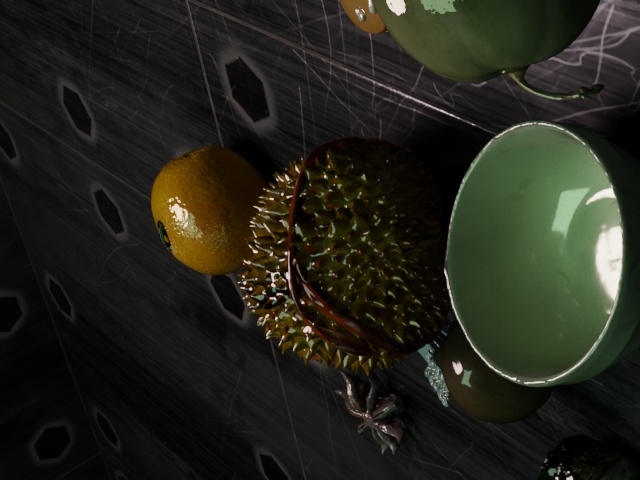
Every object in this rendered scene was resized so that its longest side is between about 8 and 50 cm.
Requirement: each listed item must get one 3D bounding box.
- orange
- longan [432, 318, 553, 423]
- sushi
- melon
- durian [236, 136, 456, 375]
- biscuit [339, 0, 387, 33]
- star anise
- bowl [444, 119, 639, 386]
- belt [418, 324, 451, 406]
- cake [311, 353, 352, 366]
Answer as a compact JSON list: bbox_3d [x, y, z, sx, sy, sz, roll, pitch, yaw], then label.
[{"bbox_3d":[-0.189,-0.052,2.376,0.236,0.236,0.236,42,149,32],"label":"orange"},{"bbox_3d":[0.248,0.177,1.896,0.189,0.189,0.189,42,149,32],"label":"longan"},{"bbox_3d":[0.384,0.383,1.921,0.127,0.124,0.225,28,141,47],"label":"sushi"},{"bbox_3d":[0.173,-0.312,1.412,0.271,0.271,0.308,10,94,57],"label":"melon"},{"bbox_3d":[0.044,0.016,1.891,0.348,0.347,0.384,53,166,11],"label":"durian"},{"bbox_3d":[0.106,-0.342,1.732,0.339,0.047,0.216,-3,114,61],"label":"biscuit"},{"bbox_3d":[0.097,0.304,2.418,0.180,0.061,0.204,41,152,22],"label":"star anise"},{"bbox_3d":[0.300,0.016,1.568,0.307,0.163,0.307,-4,86,60],"label":"bowl"},{"bbox_3d":[0.179,0.173,2.095,0.179,0.100,0.065,42,146,37],"label":"belt"},{"bbox_3d":[0.000,0.095,2.325,0.287,0.135,0.098,63,170,11],"label":"cake"}]
